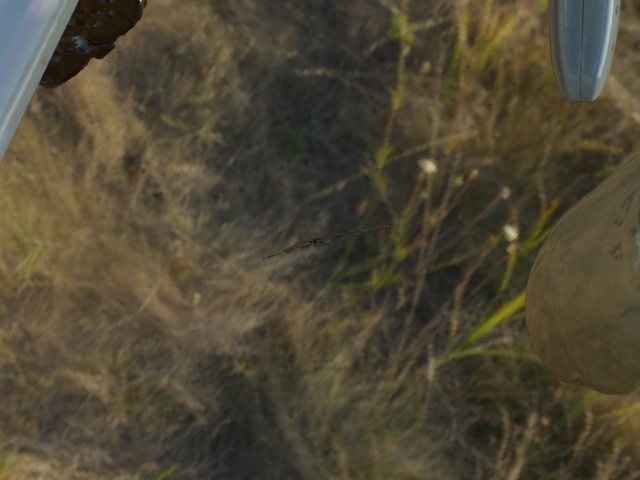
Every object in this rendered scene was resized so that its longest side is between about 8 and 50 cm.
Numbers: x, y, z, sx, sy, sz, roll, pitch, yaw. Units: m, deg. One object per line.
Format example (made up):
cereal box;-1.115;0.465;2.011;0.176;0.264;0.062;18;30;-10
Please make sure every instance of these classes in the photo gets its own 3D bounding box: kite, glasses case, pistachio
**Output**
kite;0.000;0.000;1.229;0.122;0.090;0.004;-14;96;-13
glasses case;0.164;-0.174;0.854;0.045;0.179;0.067;2;22;12
pistachio;0.332;0.023;1.414;0.207;0.332;0.226;11;46;-10

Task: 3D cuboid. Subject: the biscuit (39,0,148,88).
biscuit;-0.266;-0.266;0.881;0.388;0.107;0.073;46;25;-24

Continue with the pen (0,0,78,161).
pen;-0.121;-0.026;0.460;0.033;0.033;0.269;26;77;-16
